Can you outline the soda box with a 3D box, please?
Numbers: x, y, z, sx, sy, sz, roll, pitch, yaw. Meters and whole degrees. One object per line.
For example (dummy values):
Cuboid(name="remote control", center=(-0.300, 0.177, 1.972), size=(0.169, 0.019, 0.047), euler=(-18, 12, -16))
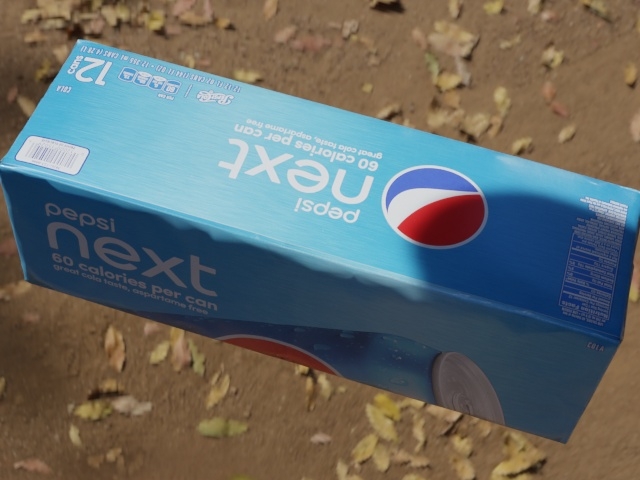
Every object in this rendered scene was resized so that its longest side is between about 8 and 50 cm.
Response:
Cuboid(name="soda box", center=(0.000, 0.000, 0.408), size=(0.210, 0.071, 0.067), euler=(16, 53, 7))
